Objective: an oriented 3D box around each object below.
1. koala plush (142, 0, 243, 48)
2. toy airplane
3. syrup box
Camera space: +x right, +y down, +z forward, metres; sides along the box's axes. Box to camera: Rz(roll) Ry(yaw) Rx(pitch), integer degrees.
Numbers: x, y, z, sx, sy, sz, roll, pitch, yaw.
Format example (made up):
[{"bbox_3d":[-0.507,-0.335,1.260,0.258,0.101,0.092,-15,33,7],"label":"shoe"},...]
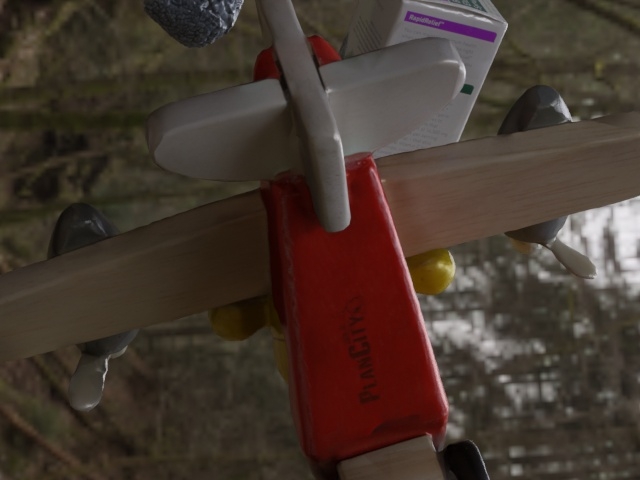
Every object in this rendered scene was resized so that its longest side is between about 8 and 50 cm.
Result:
[{"bbox_3d":[-0.123,-0.317,1.212,0.221,0.196,0.203,32,36,-38],"label":"koala plush"},{"bbox_3d":[0.000,0.000,0.991,0.384,0.386,0.272,-55,-156,18],"label":"toy airplane"},{"bbox_3d":[0.057,-0.101,1.178,0.093,0.096,0.237,-112,-142,-55],"label":"syrup box"}]
